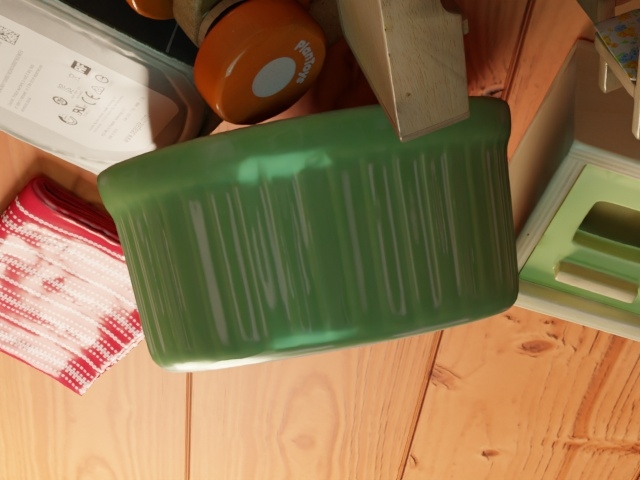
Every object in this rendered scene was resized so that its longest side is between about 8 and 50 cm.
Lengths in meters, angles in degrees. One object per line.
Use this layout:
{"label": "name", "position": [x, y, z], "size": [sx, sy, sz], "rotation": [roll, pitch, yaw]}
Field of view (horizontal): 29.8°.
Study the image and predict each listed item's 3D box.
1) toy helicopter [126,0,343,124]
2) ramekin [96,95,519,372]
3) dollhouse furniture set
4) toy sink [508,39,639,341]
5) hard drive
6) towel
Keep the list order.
{"label": "toy helicopter", "position": [0.022, -0.247, 0.715], "size": [0.235, 0.140, 0.355], "rotation": [-20, 147, -32]}
{"label": "ramekin", "position": [0.000, 0.000, 0.877], "size": [0.303, 0.148, 0.303], "rotation": [-10, 179, 0]}
{"label": "dollhouse furniture set", "position": [0.129, -0.178, 0.647], "size": [0.242, 0.212, 0.161], "rotation": [-22, 144, -5]}
{"label": "toy sink", "position": [0.224, -0.014, 0.949], "size": [0.152, 0.131, 0.234], "rotation": [17, 138, -5]}
{"label": "hard drive", "position": [-0.235, -0.158, 0.891], "size": [0.338, 0.064, 0.237], "rotation": [26, 154, -18]}
{"label": "towel", "position": [-0.260, 0.056, 1.211], "size": [0.198, 0.031, 0.275], "rotation": [32, 135, -20]}
